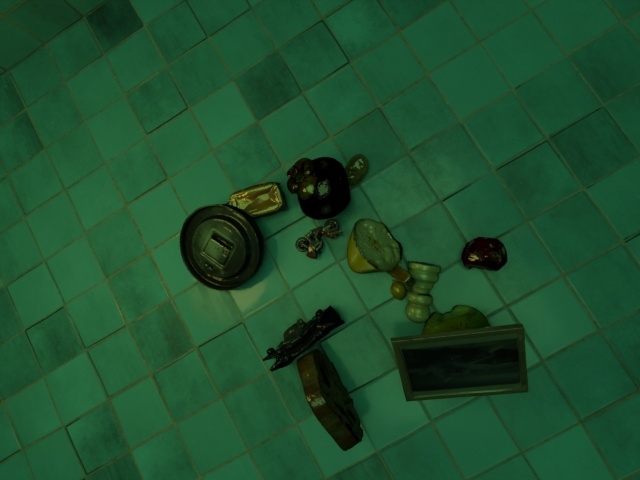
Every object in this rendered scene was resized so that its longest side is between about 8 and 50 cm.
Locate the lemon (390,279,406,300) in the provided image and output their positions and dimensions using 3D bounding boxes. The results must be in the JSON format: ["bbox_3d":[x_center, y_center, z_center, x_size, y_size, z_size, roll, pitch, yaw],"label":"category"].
[{"bbox_3d":[0.322,0.204,1.858,0.065,0.065,0.092,-25,83,7],"label":"lemon"}]

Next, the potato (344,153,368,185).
[{"bbox_3d":[0.152,-0.302,1.934,0.091,0.070,0.138,33,90,13],"label":"potato"}]

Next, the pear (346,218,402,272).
[{"bbox_3d":[0.184,0.044,1.841,0.178,0.266,0.267,-37,77,41],"label":"pear"}]

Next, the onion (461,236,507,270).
[{"bbox_3d":[0.652,0.045,1.749,0.173,0.198,0.136,7,79,-7],"label":"onion"}]

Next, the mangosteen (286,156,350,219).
[{"bbox_3d":[-0.007,-0.224,1.843,0.233,0.287,0.288,-8,83,21],"label":"mangosteen"}]

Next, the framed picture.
[{"bbox_3d":[0.500,0.447,1.609,0.445,0.028,0.326,-11,120,14],"label":"framed picture"}]

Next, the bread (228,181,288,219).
[{"bbox_3d":[-0.275,-0.168,1.980,0.241,0.107,0.136,-16,85,9],"label":"bread"}]

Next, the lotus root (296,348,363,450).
[{"bbox_3d":[0.032,0.604,1.726,0.111,0.375,0.391,-30,68,2],"label":"lotus root"}]

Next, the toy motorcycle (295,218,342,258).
[{"bbox_3d":[0.000,0.000,1.928,0.212,0.084,0.118,-33,72,1],"label":"toy motorcycle"}]

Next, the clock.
[{"bbox_3d":[-0.428,0.027,1.950,0.385,0.076,0.387,4,102,17],"label":"clock"}]

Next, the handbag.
[{"bbox_3d":[-0.073,0.388,1.806,0.325,0.269,0.118,-40,78,4],"label":"handbag"}]

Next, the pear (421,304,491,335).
[{"bbox_3d":[0.515,0.358,1.719,0.292,0.292,0.160,-21,91,8],"label":"pear"}]

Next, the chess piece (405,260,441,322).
[{"bbox_3d":[0.405,0.212,1.821,0.133,0.133,0.243,8,93,11],"label":"chess piece"}]

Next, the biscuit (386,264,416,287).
[{"bbox_3d":[0.316,0.136,1.810,0.052,0.188,0.056,-46,116,-1],"label":"biscuit"}]
